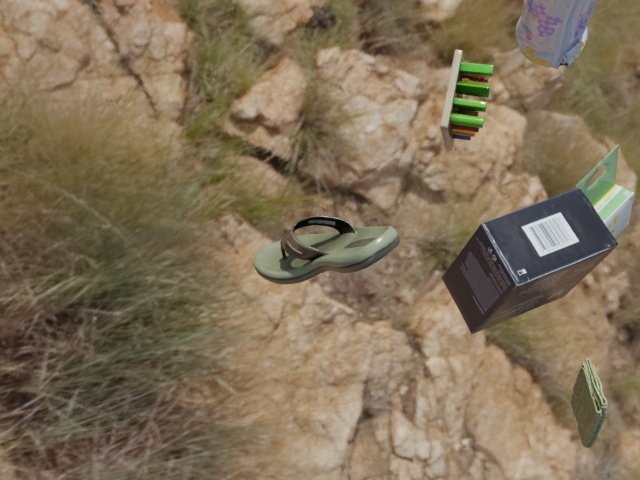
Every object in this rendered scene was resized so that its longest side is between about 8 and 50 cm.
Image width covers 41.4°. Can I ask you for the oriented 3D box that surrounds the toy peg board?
[{"bbox_3d":[0.298,-0.273,1.697,0.160,0.079,0.161,40,61,-74],"label":"toy peg board"}]

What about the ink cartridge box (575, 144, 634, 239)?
[{"bbox_3d":[0.624,-0.070,1.867,0.171,0.056,0.235,-40,143,-25],"label":"ink cartridge box"}]

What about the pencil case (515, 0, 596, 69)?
[{"bbox_3d":[0.355,-0.368,1.240,0.113,0.273,0.124,3,69,8],"label":"pencil case"}]

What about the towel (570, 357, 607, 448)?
[{"bbox_3d":[0.471,0.287,1.483,0.027,0.148,0.110,-3,47,1],"label":"towel"}]

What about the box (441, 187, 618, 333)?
[{"bbox_3d":[0.260,0.028,1.078,0.156,0.158,0.093,-19,67,-21],"label":"box"}]

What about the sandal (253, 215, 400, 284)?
[{"bbox_3d":[0.002,-0.001,1.373,0.120,0.303,0.086,-48,114,-38],"label":"sandal"}]
